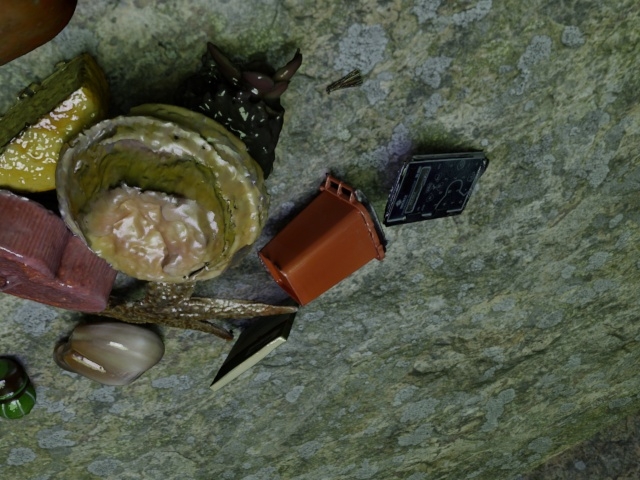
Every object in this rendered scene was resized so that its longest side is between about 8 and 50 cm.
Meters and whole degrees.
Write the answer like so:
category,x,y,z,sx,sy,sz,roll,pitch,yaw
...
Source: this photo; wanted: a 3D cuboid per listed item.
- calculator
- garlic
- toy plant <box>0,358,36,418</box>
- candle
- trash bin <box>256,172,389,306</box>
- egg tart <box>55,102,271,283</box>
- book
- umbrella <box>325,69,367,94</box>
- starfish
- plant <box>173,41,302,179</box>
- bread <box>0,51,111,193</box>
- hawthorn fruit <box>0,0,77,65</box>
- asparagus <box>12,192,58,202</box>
category,x,y,z,sx,sy,sz,roll,pitch,yaw
calculator,0.248,-0.114,1.177,0.274,0.028,0.166,-10,131,-38
garlic,-0.459,0.260,1.236,0.228,0.110,0.217,17,139,-35
toy plant,-0.710,0.346,1.261,0.092,0.093,0.162,-9,131,-10
candle,-0.542,0.037,0.976,0.287,0.131,0.317,2,153,18
trash bin,0.000,0.000,1.125,0.238,0.161,0.184,-37,130,-16
egg tart,-0.251,-0.040,0.868,0.352,0.150,0.352,0,128,0
book,-0.133,0.213,1.225,0.201,0.289,0.026,-38,96,14
umbrella,0.049,-0.298,1.041,0.083,0.020,0.031,-18,129,4
starfish,-0.288,0.117,1.149,0.384,0.132,0.398,23,130,-32
plant,-0.148,-0.216,0.941,0.204,0.178,0.234,6,122,-16
bread,-0.434,-0.173,0.907,0.260,0.160,0.147,-37,134,5
hawthorn fruit,-0.435,-0.369,0.691,0.301,0.268,0.268,-26,130,-8
asparagus,-0.512,-0.079,1.042,0.127,0.015,0.018,9,122,-22
